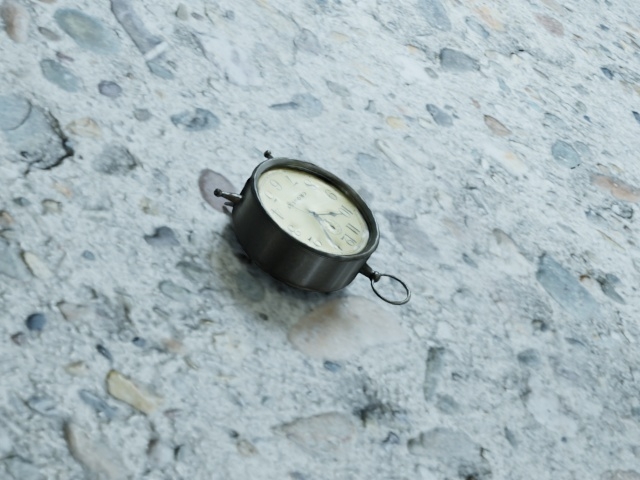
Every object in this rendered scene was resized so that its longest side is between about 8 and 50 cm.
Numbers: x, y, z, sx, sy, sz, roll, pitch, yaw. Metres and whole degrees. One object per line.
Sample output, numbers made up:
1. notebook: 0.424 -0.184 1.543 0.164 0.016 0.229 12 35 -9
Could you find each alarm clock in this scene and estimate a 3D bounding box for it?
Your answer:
1. alarm clock: 0.000 0.000 1.263 0.192 0.064 0.129 35 33 8
